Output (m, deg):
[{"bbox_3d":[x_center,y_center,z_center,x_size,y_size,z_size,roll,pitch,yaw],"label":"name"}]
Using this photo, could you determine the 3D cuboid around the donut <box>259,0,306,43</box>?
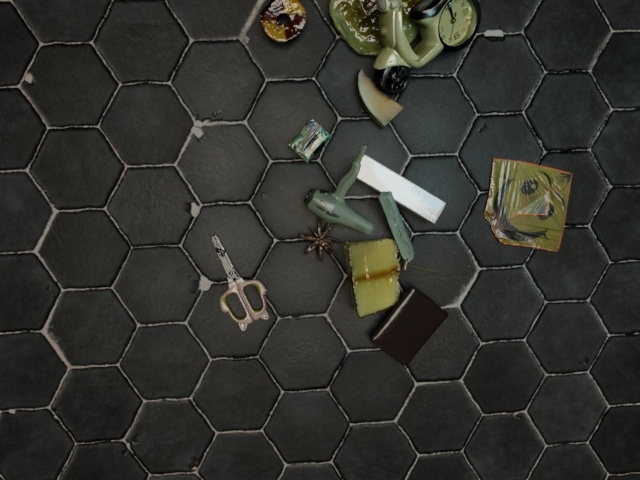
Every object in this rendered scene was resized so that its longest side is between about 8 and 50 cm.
[{"bbox_3d":[-0.111,-0.663,1.400,0.141,0.059,0.140,0,94,-4],"label":"donut"}]

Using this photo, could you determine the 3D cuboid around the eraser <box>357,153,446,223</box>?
[{"bbox_3d":[0.240,-0.159,1.453,0.298,0.078,0.076,30,92,-6],"label":"eraser"}]

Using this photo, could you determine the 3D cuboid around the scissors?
[{"bbox_3d":[-0.272,0.128,1.470,0.160,0.024,0.317,-25,95,-1],"label":"scissors"}]

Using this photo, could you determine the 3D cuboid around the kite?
[{"bbox_3d":[0.689,-0.129,1.515,0.328,0.013,0.377,-33,94,-1],"label":"kite"}]

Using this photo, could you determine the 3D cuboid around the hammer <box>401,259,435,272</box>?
[{"bbox_3d":[0.319,0.089,1.510,0.110,0.019,0.035,14,94,-10],"label":"hammer"}]

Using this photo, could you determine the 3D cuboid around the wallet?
[{"bbox_3d":[0.285,0.277,1.498,0.182,0.049,0.229,37,93,-21],"label":"wallet"}]

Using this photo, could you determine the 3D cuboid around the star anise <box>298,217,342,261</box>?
[{"bbox_3d":[0.001,0.001,1.467,0.141,0.042,0.141,0,86,-5],"label":"star anise"}]

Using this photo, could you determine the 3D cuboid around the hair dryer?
[{"bbox_3d":[0.113,-0.129,1.404,0.267,0.092,0.229,-39,112,20],"label":"hair dryer"}]

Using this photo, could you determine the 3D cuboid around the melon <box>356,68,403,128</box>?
[{"bbox_3d":[0.163,-0.439,1.440,0.182,0.054,0.098,41,85,-6],"label":"melon"}]

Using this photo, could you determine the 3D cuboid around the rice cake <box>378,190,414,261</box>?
[{"bbox_3d":[0.239,-0.042,1.442,0.042,0.045,0.245,-12,118,29],"label":"rice cake"}]

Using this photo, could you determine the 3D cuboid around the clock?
[{"bbox_3d":[0.294,-0.630,1.356,0.379,0.120,0.276,-36,129,-6],"label":"clock"}]

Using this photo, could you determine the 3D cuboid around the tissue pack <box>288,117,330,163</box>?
[{"bbox_3d":[-0.034,-0.305,1.423,0.085,0.079,0.111,41,91,-5],"label":"tissue pack"}]

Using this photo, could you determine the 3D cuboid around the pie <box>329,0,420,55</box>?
[{"bbox_3d":[0.173,-0.704,1.411,0.307,0.071,0.306,0,95,-2],"label":"pie"}]

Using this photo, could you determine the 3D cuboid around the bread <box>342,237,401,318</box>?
[{"bbox_3d":[0.174,0.107,1.440,0.178,0.135,0.240,-9,96,-3],"label":"bread"}]
